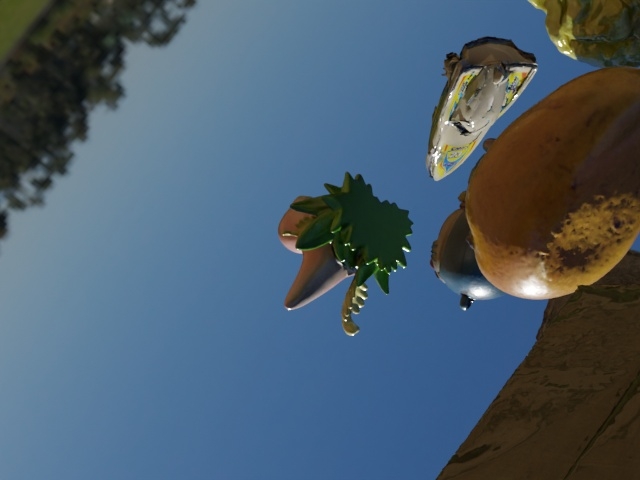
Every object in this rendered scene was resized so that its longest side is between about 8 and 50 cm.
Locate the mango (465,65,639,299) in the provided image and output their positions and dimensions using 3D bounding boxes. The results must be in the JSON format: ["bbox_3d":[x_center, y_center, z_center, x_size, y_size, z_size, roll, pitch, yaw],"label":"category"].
[{"bbox_3d":[0.157,-0.037,0.884,0.089,0.115,0.165,-107,-145,-58],"label":"mango"}]

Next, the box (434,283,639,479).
[{"bbox_3d":[0.175,0.149,0.583,0.149,0.231,0.155,-48,-157,-28],"label":"box"}]

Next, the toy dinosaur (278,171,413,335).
[{"bbox_3d":[-0.006,-0.002,1.602,0.177,0.152,0.194,-28,-135,43],"label":"toy dinosaur"}]

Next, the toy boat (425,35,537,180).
[{"bbox_3d":[0.144,-0.124,1.372,0.210,0.084,0.066,111,-35,-54],"label":"toy boat"}]

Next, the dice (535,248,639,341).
[{"bbox_3d":[0.368,0.118,1.622,0.182,0.183,0.181,35,74,-59],"label":"dice"}]

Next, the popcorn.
[{"bbox_3d":[0.339,-0.303,1.508,0.195,0.255,0.256,82,21,-67],"label":"popcorn"}]

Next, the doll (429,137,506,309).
[{"bbox_3d":[0.148,-0.011,1.222,0.114,0.085,0.152,17,89,-65],"label":"doll"}]
